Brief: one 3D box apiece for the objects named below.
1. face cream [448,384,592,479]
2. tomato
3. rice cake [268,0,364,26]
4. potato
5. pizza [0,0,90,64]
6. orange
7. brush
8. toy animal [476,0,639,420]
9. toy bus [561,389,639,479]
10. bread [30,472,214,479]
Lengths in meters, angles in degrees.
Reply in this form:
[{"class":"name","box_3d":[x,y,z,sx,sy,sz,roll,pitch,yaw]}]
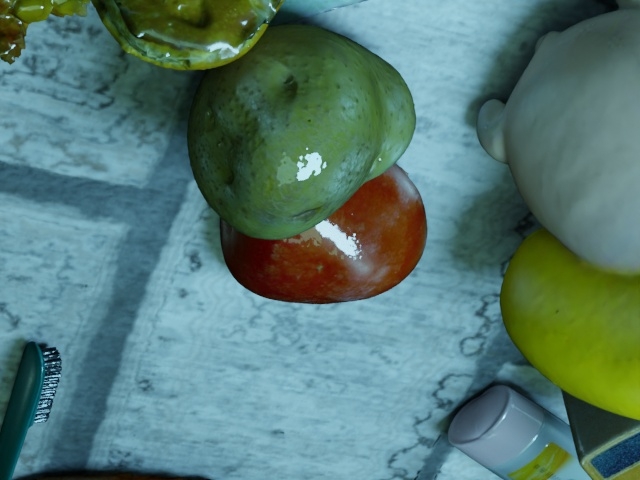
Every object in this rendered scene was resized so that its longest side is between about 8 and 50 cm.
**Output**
[{"class":"face cream","box_3d":[0.214,0.207,1.625,0.198,0.057,0.084,33,118,-32]},{"class":"tomato","box_3d":[0.007,-0.005,1.391,0.174,0.082,0.166,2,129,-9]},{"class":"rice cake","box_3d":[-0.029,-0.182,1.262,0.211,0.034,0.043,-14,123,4]},{"class":"potato","box_3d":[-0.008,-0.086,1.263,0.194,0.157,0.157,-18,143,-43]},{"class":"pizza","box_3d":[-0.240,-0.217,1.165,0.289,0.081,0.229,-38,127,20]},{"class":"orange","box_3d":[-0.085,-0.193,1.184,0.170,0.160,0.112,-4,175,-1]},{"class":"brush","box_3d":[-0.261,0.162,1.520,0.032,0.043,0.193,-4,135,-29]},{"class":"toy animal","box_3d":[0.285,-0.012,1.364,0.247,0.345,0.277,-17,164,-40]},{"class":"toy bus","box_3d":[0.263,0.142,1.501,0.091,0.182,0.103,-32,120,18]},{"class":"bread","box_3d":[-0.196,0.344,1.638,0.328,0.114,0.295,9,129,-15]}]
